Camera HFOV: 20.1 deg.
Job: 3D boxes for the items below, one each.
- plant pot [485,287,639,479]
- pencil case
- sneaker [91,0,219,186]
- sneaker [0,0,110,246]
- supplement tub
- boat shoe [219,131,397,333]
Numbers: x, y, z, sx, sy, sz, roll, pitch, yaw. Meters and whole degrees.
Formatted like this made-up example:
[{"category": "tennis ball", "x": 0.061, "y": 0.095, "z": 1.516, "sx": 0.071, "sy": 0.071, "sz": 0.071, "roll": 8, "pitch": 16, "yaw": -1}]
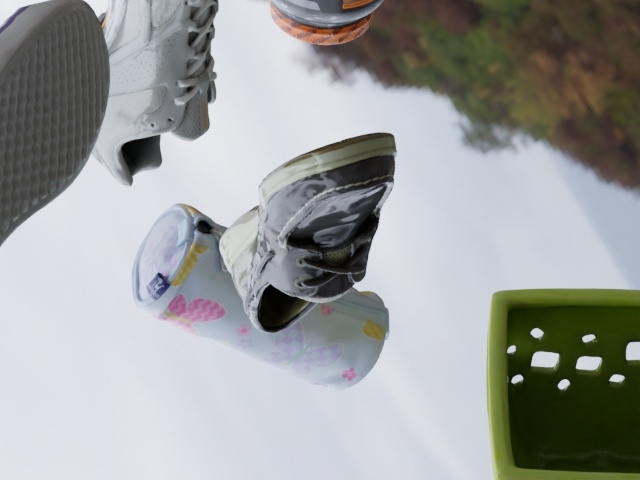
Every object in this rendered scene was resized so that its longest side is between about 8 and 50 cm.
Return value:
[{"category": "plant pot", "x": 0.259, "y": 0.193, "z": 1.604, "sx": 0.227, "sy": 0.228, "sz": 0.207, "roll": -85, "pitch": -6, "yaw": -46}, {"category": "pencil case", "x": -0.061, "y": 0.059, "z": 1.864, "sx": 0.273, "sy": 0.124, "sz": 0.113, "roll": 27, "pitch": -151, "yaw": -29}, {"category": "sneaker", "x": -0.105, "y": -0.143, "z": 1.315, "sx": 0.121, "sy": 0.262, "sz": 0.099, "roll": 50, "pitch": -135, "yaw": 9}, {"category": "sneaker", "x": -0.238, "y": -0.048, "z": 1.002, "sx": 0.282, "sy": 0.161, "sz": 0.102, "roll": -56, "pitch": -37, "yaw": -43}, {"category": "supplement tub", "x": 0.009, "y": -0.264, "z": 1.511, "sx": 0.190, "sy": 0.117, "sz": 0.117, "roll": 99, "pitch": 154, "yaw": -46}, {"category": "boat shoe", "x": -0.001, "y": 0.000, "z": 1.065, "sx": 0.223, "sy": 0.080, "sz": 0.073, "roll": 138, "pitch": 117, "yaw": -65}]
